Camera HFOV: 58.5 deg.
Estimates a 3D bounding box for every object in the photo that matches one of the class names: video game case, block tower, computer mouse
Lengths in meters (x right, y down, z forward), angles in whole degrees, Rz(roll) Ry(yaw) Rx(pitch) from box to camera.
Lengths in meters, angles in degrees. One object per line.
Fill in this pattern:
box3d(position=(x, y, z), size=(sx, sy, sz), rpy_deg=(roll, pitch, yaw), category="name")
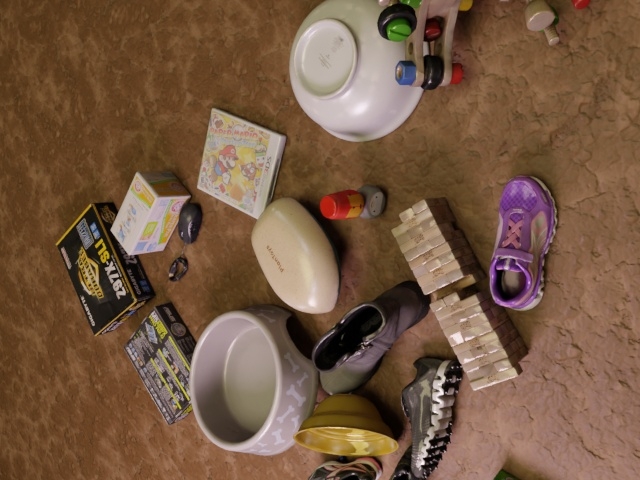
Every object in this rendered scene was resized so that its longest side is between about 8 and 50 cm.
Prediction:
box3d(position=(-0.192, -0.182, 1.350), size=(0.227, 0.026, 0.206), rpy_deg=(27, 112, 30), category="video game case")
box3d(position=(0.249, 0.090, 1.030), size=(0.091, 0.097, 0.335), rpy_deg=(-33, 76, 35), category="block tower")
box3d(position=(-0.366, 0.010, 1.500), size=(0.071, 0.041, 0.241), rpy_deg=(34, 116, 27), category="computer mouse")

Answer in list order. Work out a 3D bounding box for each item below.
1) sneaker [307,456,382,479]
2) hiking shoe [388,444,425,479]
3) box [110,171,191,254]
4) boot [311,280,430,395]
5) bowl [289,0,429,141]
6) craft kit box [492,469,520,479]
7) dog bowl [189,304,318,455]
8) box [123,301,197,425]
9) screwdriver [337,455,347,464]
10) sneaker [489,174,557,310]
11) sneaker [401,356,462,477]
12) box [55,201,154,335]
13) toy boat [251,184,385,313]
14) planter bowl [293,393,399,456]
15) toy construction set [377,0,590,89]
box3d(position=(0.040, 0.519, 1.237), size=(0.178, 0.077, 0.071), rpy_deg=(-29, 86, 22), category="sneaker")
box3d(position=(0.157, 0.528, 1.154), size=(0.086, 0.114, 0.226), rpy_deg=(18, 108, 34), category="hiking shoe")
box3d(position=(-0.445, -0.073, 1.497), size=(0.103, 0.114, 0.203), rpy_deg=(47, 121, 22), category="box")
box3d(position=(0.050, 0.210, 1.113), size=(0.118, 0.223, 0.338), rpy_deg=(45, 120, 21), category="boot")
box3d(position=(0.044, -0.335, 1.085), size=(0.298, 0.134, 0.297), rpy_deg=(7, 103, 35), category="bowl")
box3d(position=(0.396, 0.586, 1.027), size=(0.247, 0.061, 0.249), rpy_deg=(22, 110, 29), category="craft kit box")
box3d(position=(-0.168, 0.315, 1.308), size=(0.349, 0.102, 0.348), rpy_deg=(-10, 74, 38), category="dog bowl")
box3d(position=(-0.417, 0.341, 1.581), size=(0.216, 0.060, 0.270), rpy_deg=(-48, 70, 31), category="box")
box3d(position=(0.042, 0.460, 1.283), size=(0.024, 0.025, 0.169), rpy_deg=(-6, 97, 37), category="screwdriver")
box3d(position=(0.328, 0.010, 0.951), size=(0.095, 0.105, 0.236), rpy_deg=(9, 101, 37), category="sneaker")
box3d(position=(0.200, 0.332, 1.106), size=(0.106, 0.078, 0.234), rpy_deg=(12, 90, 44), category="sneaker")
box3d(position=(-0.644, 0.085, 1.695), size=(0.257, 0.079, 0.321), rpy_deg=(-34, 77, 33), category="box")
box3d(position=(0.000, 0.000, 1.182), size=(0.318, 0.148, 0.267), rpy_deg=(-45, 66, 40), category="toy boat")
box3d(position=(0.056, 0.378, 1.191), size=(0.217, 0.217, 0.090), rpy_deg=(-23, 46, 37), category="planter bowl")
box3d(position=(0.228, -0.412, 0.905), size=(0.309, 0.257, 0.237), rpy_deg=(-11, 66, 7), category="toy construction set")
